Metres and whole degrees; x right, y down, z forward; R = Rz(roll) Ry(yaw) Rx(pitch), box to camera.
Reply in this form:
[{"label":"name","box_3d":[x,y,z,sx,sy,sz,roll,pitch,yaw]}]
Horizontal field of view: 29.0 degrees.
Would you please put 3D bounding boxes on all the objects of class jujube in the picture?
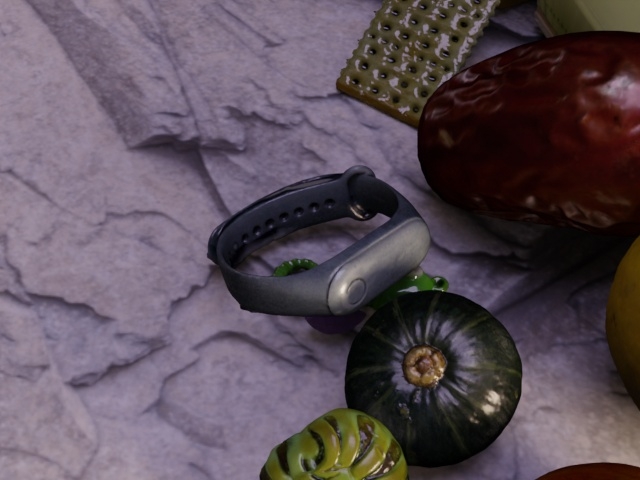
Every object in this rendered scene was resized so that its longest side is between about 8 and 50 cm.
[{"label":"jujube","box_3d":[0.252,-0.105,1.256,0.318,0.223,0.223,0,42,43]}]

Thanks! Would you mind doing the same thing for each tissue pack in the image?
[{"label":"tissue pack","box_3d":[0.376,-0.240,1.454,0.159,0.125,0.234,-14,53,-12]}]

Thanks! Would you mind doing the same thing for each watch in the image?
[{"label":"watch","box_3d":[0.000,0.000,1.254,0.193,0.068,0.206,22,47,41]}]

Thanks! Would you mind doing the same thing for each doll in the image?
[{"label":"doll","box_3d":[0.036,0.049,1.269,0.190,0.050,0.115,-1,42,5]}]

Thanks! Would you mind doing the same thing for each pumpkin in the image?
[{"label":"pumpkin","box_3d":[0.102,0.128,1.150,0.167,0.125,0.167,-1,81,5]}]

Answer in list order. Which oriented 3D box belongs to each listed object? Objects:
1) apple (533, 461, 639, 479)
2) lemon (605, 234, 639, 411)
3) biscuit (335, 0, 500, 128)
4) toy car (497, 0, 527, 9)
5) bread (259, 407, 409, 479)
[{"label":"apple","box_3d":[0.231,0.271,1.034,0.173,0.160,0.195,10,41,36]},{"label":"lemon","box_3d":[0.389,0.088,1.106,0.261,0.260,0.284,-5,26,-4]},{"label":"biscuit","box_3d":[0.124,-0.254,1.473,0.139,0.016,0.231,28,83,21]},{"label":"toy car","box_3d":[0.258,-0.398,1.511,0.200,0.248,0.142,-22,67,-24]},{"label":"bread","box_3d":[0.010,0.217,1.082,0.139,0.071,0.130,-17,89,13]}]
